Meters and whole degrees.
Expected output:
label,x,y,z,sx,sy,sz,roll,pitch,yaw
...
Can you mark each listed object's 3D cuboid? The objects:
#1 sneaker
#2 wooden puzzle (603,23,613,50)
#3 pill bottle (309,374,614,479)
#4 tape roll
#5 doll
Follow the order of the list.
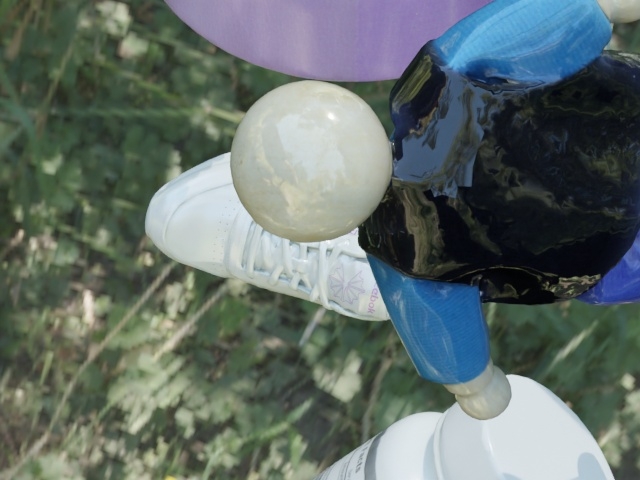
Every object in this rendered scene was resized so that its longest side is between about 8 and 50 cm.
label,x,y,z,sx,sy,sz,roll,pitch,yaw
sneaker,0.000,0.000,1.362,0.305,0.114,0.152,7,22,-9
wooden puzzle,0.146,-0.118,0.791,0.006,0.083,0.049,8,39,7
pill bottle,0.028,0.106,0.520,0.078,0.137,0.078,34,35,-28
tape roll,0.020,-0.230,0.927,0.274,0.090,0.275,0,60,0
doll,0.061,-0.011,0.398,0.189,0.129,0.046,3,28,-35
